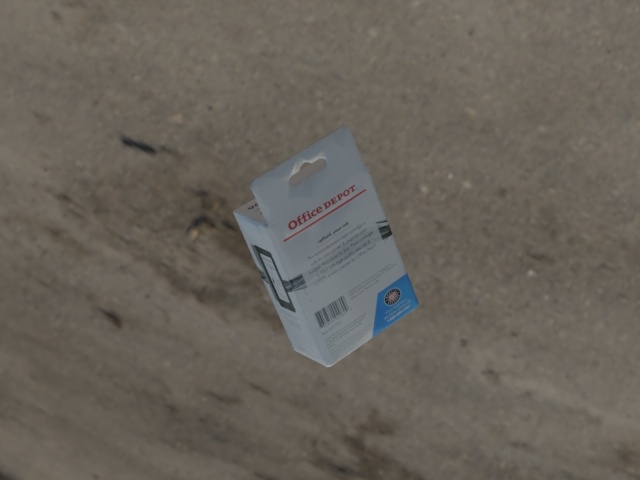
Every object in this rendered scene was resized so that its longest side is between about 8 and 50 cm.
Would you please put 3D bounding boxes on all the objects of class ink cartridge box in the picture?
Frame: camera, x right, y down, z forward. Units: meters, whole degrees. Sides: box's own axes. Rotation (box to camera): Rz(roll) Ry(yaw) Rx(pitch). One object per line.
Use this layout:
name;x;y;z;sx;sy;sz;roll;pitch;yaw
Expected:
ink cartridge box;0.000;0.000;0.488;0.028;0.048;0.083;22;139;56
